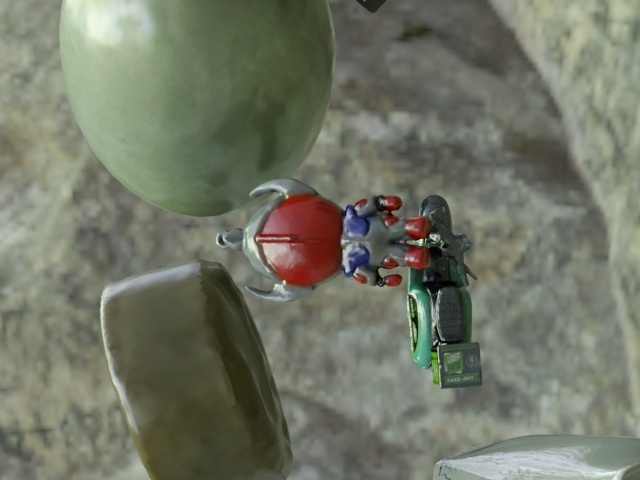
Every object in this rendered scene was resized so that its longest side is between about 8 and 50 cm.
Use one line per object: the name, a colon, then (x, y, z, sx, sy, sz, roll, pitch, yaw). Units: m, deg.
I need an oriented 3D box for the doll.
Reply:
doll: (0.000, -0.001, 1.527, 0.194, 0.104, 0.062, 0, -162, 17)

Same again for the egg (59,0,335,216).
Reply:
egg: (-0.115, -0.174, 1.645, 0.258, 0.352, 0.258, 2, -131, -2)

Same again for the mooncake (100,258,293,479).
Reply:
mooncake: (-0.133, 0.159, 1.974, 0.155, 0.284, 0.284, -21, -147, 2)

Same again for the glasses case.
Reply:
glasses case: (0.244, 0.243, 1.734, 0.128, 0.083, 0.308, -25, -172, -28)

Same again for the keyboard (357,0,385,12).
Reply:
keyboard: (0.091, -0.282, 1.500, 0.196, 0.074, 0.015, -45, -144, 10)

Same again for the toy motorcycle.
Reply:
toy motorcycle: (0.112, 0.044, 1.581, 0.058, 0.173, 0.100, -3, 179, -11)
